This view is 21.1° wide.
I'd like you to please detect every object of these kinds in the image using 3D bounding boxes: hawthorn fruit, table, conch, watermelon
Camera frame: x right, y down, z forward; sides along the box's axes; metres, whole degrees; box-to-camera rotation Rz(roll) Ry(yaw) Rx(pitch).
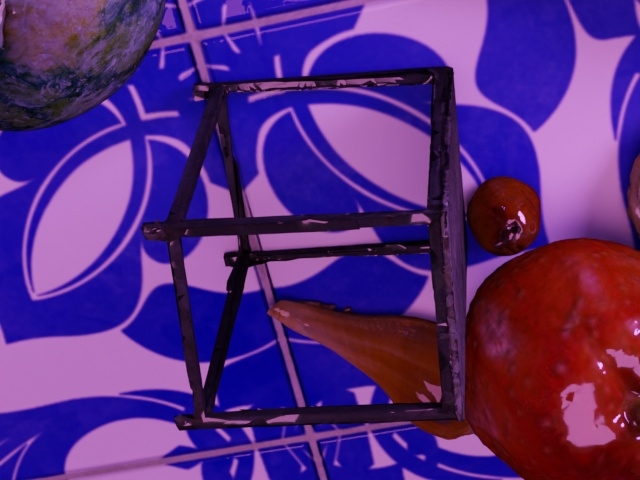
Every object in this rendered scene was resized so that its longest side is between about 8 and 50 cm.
[{"bbox_3d":[0.191,-0.021,1.777,0.081,0.093,0.081,2,116,5],"label":"hawthorn fruit"},{"bbox_3d":[0.000,0.000,1.670,0.272,0.335,0.222,-4,117,7],"label":"table"},{"bbox_3d":[0.292,0.142,1.722,0.287,0.330,0.287,-3,100,-15],"label":"hawthorn fruit"},{"bbox_3d":[0.095,0.144,1.872,0.330,0.093,0.109,23,124,-6],"label":"conch"},{"bbox_3d":[-0.279,-0.208,1.709,0.180,0.224,0.305,49,123,30],"label":"watermelon"}]

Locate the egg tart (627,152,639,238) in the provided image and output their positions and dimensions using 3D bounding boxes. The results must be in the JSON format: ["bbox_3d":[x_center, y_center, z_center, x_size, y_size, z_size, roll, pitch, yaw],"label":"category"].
[{"bbox_3d":[0.461,-0.034,1.739,0.290,0.107,0.291,3,118,5],"label":"egg tart"}]
